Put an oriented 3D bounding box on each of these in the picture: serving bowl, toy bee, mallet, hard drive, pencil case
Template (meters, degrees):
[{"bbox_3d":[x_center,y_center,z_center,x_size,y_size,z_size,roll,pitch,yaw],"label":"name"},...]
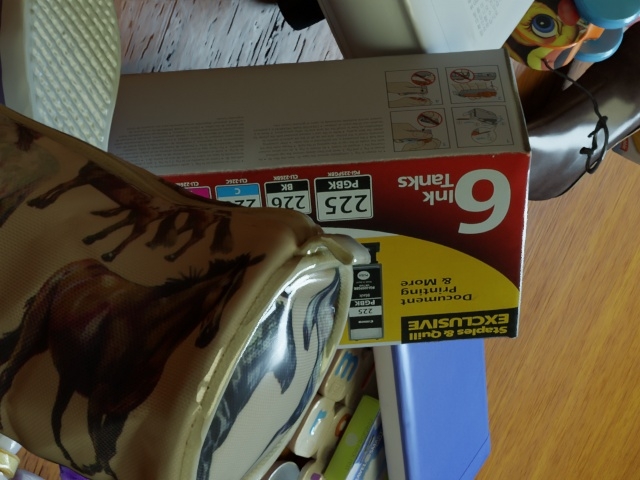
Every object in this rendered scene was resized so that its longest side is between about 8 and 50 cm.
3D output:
[{"bbox_3d":[-0.056,0.282,1.454,0.083,0.027,0.083,-32,130,-48],"label":"serving bowl"},{"bbox_3d":[0.242,-0.242,1.315,0.195,0.162,0.298,108,0,-49],"label":"toy bee"},{"bbox_3d":[0.021,-0.193,1.149,0.062,0.039,0.190,-24,166,15],"label":"mallet"},{"bbox_3d":[0.135,0.177,1.514,0.210,0.040,0.318,-45,136,-46],"label":"hard drive"},{"bbox_3d":[-0.173,-0.002,0.696,0.160,0.410,0.183,-15,125,-61],"label":"pencil case"}]

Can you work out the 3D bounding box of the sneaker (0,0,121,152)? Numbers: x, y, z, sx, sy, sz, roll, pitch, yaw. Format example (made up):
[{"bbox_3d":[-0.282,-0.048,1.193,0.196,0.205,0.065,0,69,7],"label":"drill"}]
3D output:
[{"bbox_3d":[-0.224,-0.071,0.864,0.102,0.161,0.282,20,68,-58],"label":"sneaker"}]

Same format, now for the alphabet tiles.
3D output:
[{"bbox_3d":[0.053,0.205,1.534,0.278,0.021,0.284,-62,149,-4],"label":"alphabet tiles"}]

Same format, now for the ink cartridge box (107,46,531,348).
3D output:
[{"bbox_3d":[0.000,0.000,1.037,0.310,0.130,0.271,-4,135,1],"label":"ink cartridge box"}]

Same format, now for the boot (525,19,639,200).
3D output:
[{"bbox_3d":[0.285,-0.135,1.476,0.207,0.090,0.248,-18,145,-43],"label":"boot"}]

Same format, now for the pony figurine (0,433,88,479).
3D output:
[{"bbox_3d":[-0.214,0.232,0.969,0.351,0.303,0.363,45,57,-27],"label":"pony figurine"}]

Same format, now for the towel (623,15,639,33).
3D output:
[{"bbox_3d":[0.414,-0.306,1.496,0.029,0.144,0.197,-80,-168,-74],"label":"towel"}]

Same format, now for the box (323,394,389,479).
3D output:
[{"bbox_3d":[0.070,0.246,1.525,0.109,0.042,0.178,-64,149,-3],"label":"box"}]

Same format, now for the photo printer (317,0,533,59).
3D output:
[{"bbox_3d":[0.076,-0.288,1.013,0.256,0.107,0.307,-55,138,-26],"label":"photo printer"}]

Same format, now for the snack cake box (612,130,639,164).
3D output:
[{"bbox_3d":[0.467,-0.233,1.668,0.152,0.089,0.264,-34,141,-31],"label":"snack cake box"}]
